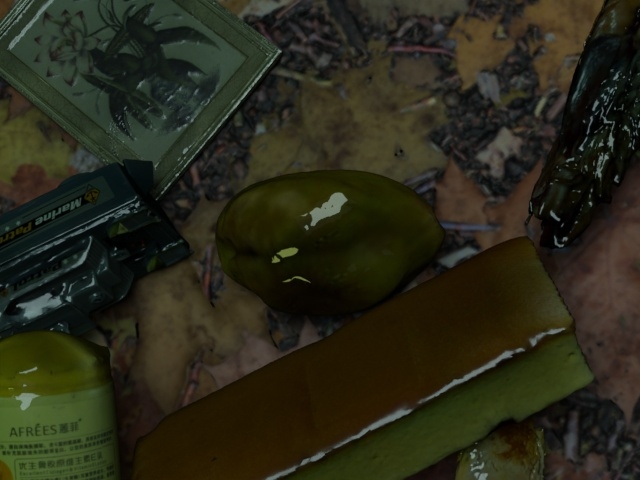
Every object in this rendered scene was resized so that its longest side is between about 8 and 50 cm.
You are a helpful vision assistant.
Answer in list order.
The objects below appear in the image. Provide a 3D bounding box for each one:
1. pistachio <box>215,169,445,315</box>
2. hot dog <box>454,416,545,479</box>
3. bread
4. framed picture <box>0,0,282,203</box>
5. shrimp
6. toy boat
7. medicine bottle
[{"bbox_3d":[0.001,-0.002,1.409,0.189,0.110,0.100,3,44,15],"label":"pistachio"},{"bbox_3d":[0.129,0.203,1.340,0.078,0.061,0.169,17,61,-23],"label":"hot dog"},{"bbox_3d":[0.023,0.129,1.355,0.361,0.077,0.138,-28,31,6],"label":"bread"},{"bbox_3d":[-0.168,-0.160,1.544,0.231,0.010,0.173,38,86,20],"label":"framed picture"},{"bbox_3d":[0.255,-0.117,1.340,0.054,0.222,0.290,31,82,-25],"label":"shrimp"},{"bbox_3d":[-0.251,0.046,1.452,0.296,0.114,0.122,-29,61,6],"label":"toy boat"},{"bbox_3d":[-0.208,0.187,1.366,0.124,0.124,0.239,-4,93,13],"label":"medicine bottle"}]
